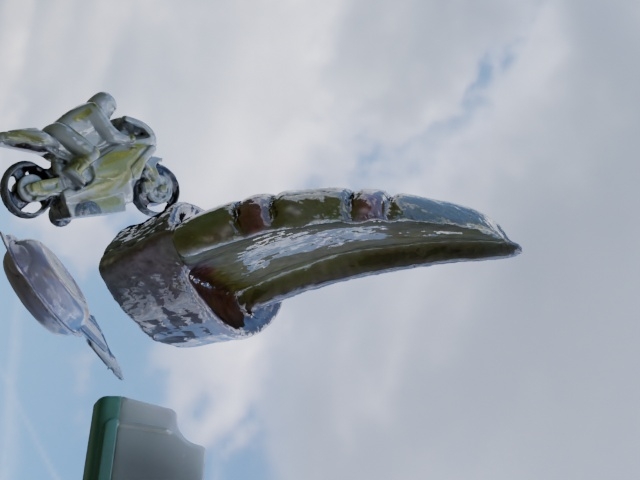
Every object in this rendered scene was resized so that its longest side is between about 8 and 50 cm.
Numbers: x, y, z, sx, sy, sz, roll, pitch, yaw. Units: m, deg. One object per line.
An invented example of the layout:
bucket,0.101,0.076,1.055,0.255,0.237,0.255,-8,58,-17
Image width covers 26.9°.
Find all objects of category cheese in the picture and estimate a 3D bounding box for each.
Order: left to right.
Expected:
cheese,-0.300,0.070,1.545,0.052,0.245,0.135,-33,-129,0

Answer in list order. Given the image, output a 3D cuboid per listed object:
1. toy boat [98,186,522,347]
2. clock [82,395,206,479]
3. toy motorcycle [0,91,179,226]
toy boat,-0.032,0.006,1.065,0.293,0.276,0.111,-21,-107,29
clock,-0.188,0.319,1.290,0.231,0.116,0.262,111,-14,-51
toy motorcycle,-0.258,-0.093,1.494,0.074,0.228,0.151,-7,-95,53
